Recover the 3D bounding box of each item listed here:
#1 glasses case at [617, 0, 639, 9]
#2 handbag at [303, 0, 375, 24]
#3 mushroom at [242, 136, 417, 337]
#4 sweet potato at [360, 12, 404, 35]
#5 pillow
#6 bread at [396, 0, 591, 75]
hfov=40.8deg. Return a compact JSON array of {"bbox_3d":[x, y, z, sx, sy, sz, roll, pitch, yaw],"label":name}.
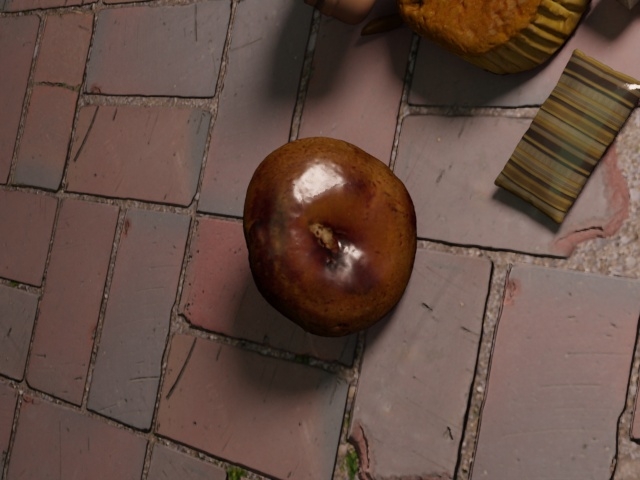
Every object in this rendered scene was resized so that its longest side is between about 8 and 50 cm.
[{"bbox_3d":[0.422,-0.380,1.040,0.205,0.047,0.071,-44,62,7],"label":"glasses case"},{"bbox_3d":[0.056,-0.471,1.254,0.149,0.283,0.302,23,101,-5],"label":"handbag"},{"bbox_3d":[0.010,-0.018,1.235,0.267,0.267,0.254,-57,20,15],"label":"mushroom"},{"bbox_3d":[0.112,-0.336,1.313,0.115,0.026,0.026,-14,73,30],"label":"sweet potato"},{"bbox_3d":[0.318,-0.133,1.106,0.113,0.038,0.203,39,106,32],"label":"pillow"},{"bbox_3d":[0.227,-0.355,1.155,0.253,0.142,0.227,48,118,31],"label":"bread"}]
